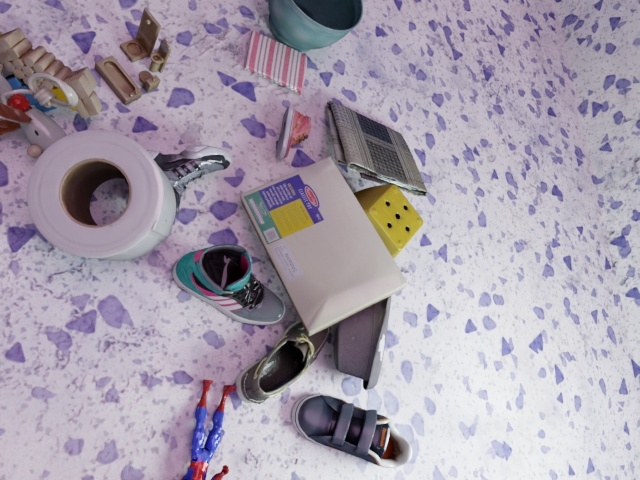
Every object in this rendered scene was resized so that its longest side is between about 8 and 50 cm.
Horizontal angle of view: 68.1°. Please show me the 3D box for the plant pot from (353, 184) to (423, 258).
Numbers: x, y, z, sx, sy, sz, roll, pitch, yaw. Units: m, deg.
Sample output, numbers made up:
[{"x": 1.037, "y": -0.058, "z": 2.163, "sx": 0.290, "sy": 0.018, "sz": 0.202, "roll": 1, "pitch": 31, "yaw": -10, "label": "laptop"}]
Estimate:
[{"x": 0.163, "y": -0.040, "z": 1.362, "sx": 0.212, "sy": 0.187, "sz": 0.212, "roll": 51, "pitch": 56, "yaw": -7, "label": "plant pot"}]

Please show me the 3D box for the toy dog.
[{"x": -0.666, "y": -0.275, "z": 0.906, "sx": 0.333, "sy": 0.220, "sz": 0.161, "roll": 34, "pitch": 52, "yaw": -21, "label": "toy dog"}]

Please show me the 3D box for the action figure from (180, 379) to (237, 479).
[{"x": -0.235, "y": 0.438, "z": 0.982, "sx": 0.091, "sy": 0.139, "sz": 0.281, "roll": 22, "pitch": 66, "yaw": -23, "label": "action figure"}]

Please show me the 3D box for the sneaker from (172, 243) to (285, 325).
[{"x": -0.183, "y": 0.101, "z": 1.100, "sx": 0.295, "sy": 0.178, "sz": 0.124, "roll": 28, "pitch": 60, "yaw": -21, "label": "sneaker"}]

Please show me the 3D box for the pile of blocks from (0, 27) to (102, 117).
[{"x": -0.656, "y": -0.382, "z": 1.028, "sx": 0.362, "sy": 0.149, "sz": 0.113, "roll": 31, "pitch": 28, "yaw": -28, "label": "pile of blocks"}]

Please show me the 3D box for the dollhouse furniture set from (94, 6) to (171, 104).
[{"x": -0.451, "y": -0.448, "z": 1.156, "sx": 0.144, "sy": 0.123, "sz": 0.151, "roll": 52, "pitch": 55, "yaw": -6, "label": "dollhouse furniture set"}]

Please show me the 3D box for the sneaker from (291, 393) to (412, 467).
[{"x": 0.089, "y": 0.470, "z": 1.177, "sx": 0.321, "sy": 0.127, "sz": 0.126, "roll": 29, "pitch": 62, "yaw": -19, "label": "sneaker"}]

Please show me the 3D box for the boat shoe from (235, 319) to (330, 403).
[{"x": -0.068, "y": 0.282, "z": 1.155, "sx": 0.305, "sy": 0.091, "sz": 0.109, "roll": -35, "pitch": 95, "yaw": -41, "label": "boat shoe"}]

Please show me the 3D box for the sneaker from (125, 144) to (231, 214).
[{"x": -0.334, "y": -0.139, "z": 1.141, "sx": 0.268, "sy": 0.101, "sz": 0.153, "roll": -10, "pitch": 80, "yaw": -28, "label": "sneaker"}]

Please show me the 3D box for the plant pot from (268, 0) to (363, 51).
[{"x": -0.043, "y": -0.714, "z": 1.461, "sx": 0.292, "sy": 0.196, "sz": 0.293, "roll": 12, "pitch": 68, "yaw": -30, "label": "plant pot"}]

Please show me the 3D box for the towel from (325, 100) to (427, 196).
[{"x": 0.169, "y": -0.280, "z": 1.480, "sx": 0.312, "sy": 0.056, "sz": 0.324, "roll": 16, "pitch": 42, "yaw": -29, "label": "towel"}]

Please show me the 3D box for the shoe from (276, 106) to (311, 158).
[{"x": -0.074, "y": -0.305, "z": 1.380, "sx": 0.081, "sy": 0.063, "sz": 0.178, "roll": 18, "pitch": 60, "yaw": -20, "label": "shoe"}]

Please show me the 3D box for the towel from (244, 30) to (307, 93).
[{"x": -0.135, "y": -0.542, "z": 1.450, "sx": 0.196, "sy": 0.029, "sz": 0.144, "roll": 17, "pitch": 65, "yaw": -24, "label": "towel"}]

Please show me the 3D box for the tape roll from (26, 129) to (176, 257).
[{"x": -0.430, "y": -0.083, "z": 0.962, "sx": 0.245, "sy": 0.169, "sz": 0.246, "roll": 1, "pitch": 85, "yaw": -8, "label": "tape roll"}]

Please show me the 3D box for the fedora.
[{"x": 0.102, "y": 0.242, "z": 1.236, "sx": 0.124, "sy": 0.244, "sz": 0.276, "roll": 11, "pitch": 70, "yaw": 3, "label": "fedora"}]

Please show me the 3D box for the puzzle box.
[{"x": 0.000, "y": 0.000, "z": 1.199, "sx": 0.272, "sy": 0.052, "sz": 0.409, "roll": -24, "pitch": 69, "yaw": -12, "label": "puzzle box"}]
